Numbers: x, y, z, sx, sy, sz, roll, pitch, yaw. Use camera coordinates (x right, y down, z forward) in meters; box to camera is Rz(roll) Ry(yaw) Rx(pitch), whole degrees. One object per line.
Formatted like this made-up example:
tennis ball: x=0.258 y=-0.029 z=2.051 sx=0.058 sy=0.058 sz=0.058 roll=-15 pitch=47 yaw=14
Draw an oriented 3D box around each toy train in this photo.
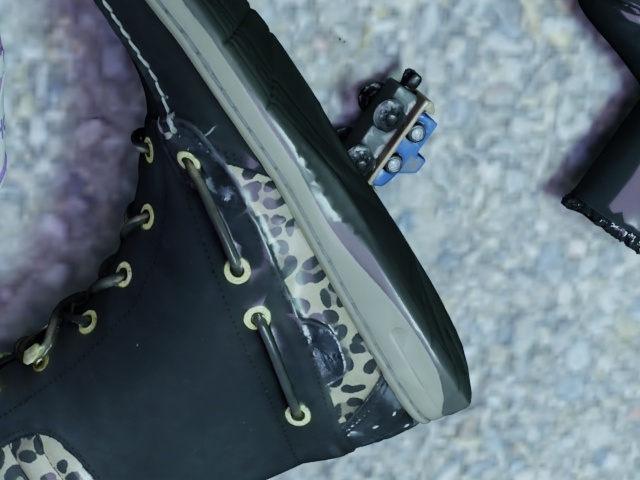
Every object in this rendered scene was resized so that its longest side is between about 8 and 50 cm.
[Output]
toy train: x=0.000 y=0.000 z=0.762 sx=0.036 sy=0.027 sz=0.158 roll=28 pitch=103 yaw=-28

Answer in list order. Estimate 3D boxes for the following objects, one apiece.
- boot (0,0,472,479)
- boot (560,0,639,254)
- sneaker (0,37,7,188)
boot: x=-0.073 y=0.005 z=0.706 sx=0.178 sy=0.085 sz=0.236 roll=-32 pitch=100 yaw=13
boot: x=0.134 y=-0.050 z=0.772 sx=0.121 sy=0.045 sz=0.099 roll=25 pitch=107 yaw=-24
sneaker: x=-0.228 y=-0.013 z=0.620 sx=0.282 sy=0.102 sz=0.161 roll=-22 pitch=124 yaw=-26
